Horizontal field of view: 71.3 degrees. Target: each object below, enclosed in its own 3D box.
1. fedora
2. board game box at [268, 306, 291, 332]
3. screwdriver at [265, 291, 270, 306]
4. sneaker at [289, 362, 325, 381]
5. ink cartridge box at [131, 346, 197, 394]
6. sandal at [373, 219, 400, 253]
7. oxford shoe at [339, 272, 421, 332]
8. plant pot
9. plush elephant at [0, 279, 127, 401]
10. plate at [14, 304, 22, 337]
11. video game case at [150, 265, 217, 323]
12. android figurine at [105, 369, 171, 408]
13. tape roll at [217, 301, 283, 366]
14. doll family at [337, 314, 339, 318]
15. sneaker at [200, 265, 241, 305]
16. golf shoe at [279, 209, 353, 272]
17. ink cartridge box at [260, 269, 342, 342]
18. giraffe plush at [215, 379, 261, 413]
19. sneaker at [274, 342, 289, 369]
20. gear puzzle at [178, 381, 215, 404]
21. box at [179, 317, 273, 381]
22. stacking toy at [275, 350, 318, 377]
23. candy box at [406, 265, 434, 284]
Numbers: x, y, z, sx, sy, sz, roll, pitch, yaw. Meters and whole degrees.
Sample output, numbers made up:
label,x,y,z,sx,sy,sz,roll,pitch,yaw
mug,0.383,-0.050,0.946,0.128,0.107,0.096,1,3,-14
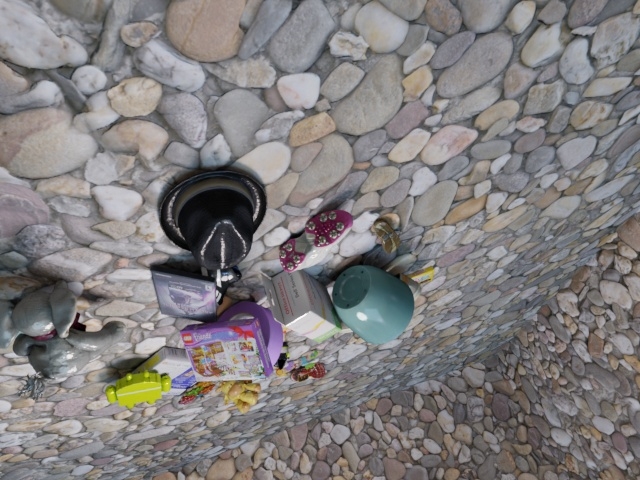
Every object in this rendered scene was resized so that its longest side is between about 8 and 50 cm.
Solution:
label,x,y,z,sx,sy,sz,roll,pitch,yaw
fedora,-0.274,-0.029,1.216,0.333,0.153,0.334,-16,147,-11
board game box,-0.202,0.345,1.886,0.146,0.045,0.194,-16,146,-11
screwdriver,-0.207,0.225,1.738,0.025,0.024,0.170,-39,160,-32
sneaker,-0.073,0.744,2.514,0.225,0.088,0.092,1,160,-32
ink cartridge box,-0.641,0.572,1.925,0.307,0.072,0.303,-35,146,21
sandal,0.242,-0.021,1.645,0.072,0.049,0.180,-34,131,6
oxford shoe,0.230,0.272,1.980,0.449,0.169,0.130,-33,111,27
plant pot,0.184,0.232,1.761,0.293,0.293,0.235,-37,132,20
plush elephant,-0.732,0.230,1.215,0.271,0.330,0.256,-2,108,-2
plate,-0.916,0.235,1.317,0.188,0.024,0.188,-17,146,-12
video game case,-0.438,0.186,1.461,0.196,0.026,0.274,11,140,-2
android figurine,-0.731,0.599,1.799,0.248,0.056,0.273,-6,141,-21
tape roll,-0.276,0.372,1.668,0.274,0.275,0.090,-32,146,14
doll family,0.030,0.352,2.014,0.192,0.076,0.111,5,133,-40
sneaker,-0.320,0.148,1.504,0.121,0.079,0.217,-16,146,-11
golf shoe,0.000,0.000,1.482,0.306,0.115,0.140,-35,156,28
ink cartridge box,-0.064,0.230,1.659,0.119,0.207,0.353,-30,147,13
giraffe plush,-0.426,0.743,2.242,0.210,0.181,0.171,4,142,23
sneaker,-0.224,0.593,2.175,0.084,0.097,0.235,6,137,-37
gear puzzle,-0.562,0.711,2.120,0.175,0.044,0.339,-14,156,-36
box,-0.323,0.378,1.530,0.293,0.201,0.057,-9,-166,22
stacking toy,-0.124,0.650,2.366,0.221,0.052,0.167,-13,147,-19
candy box,0.423,0.187,2.060,0.205,0.027,0.105,-19,143,-7
